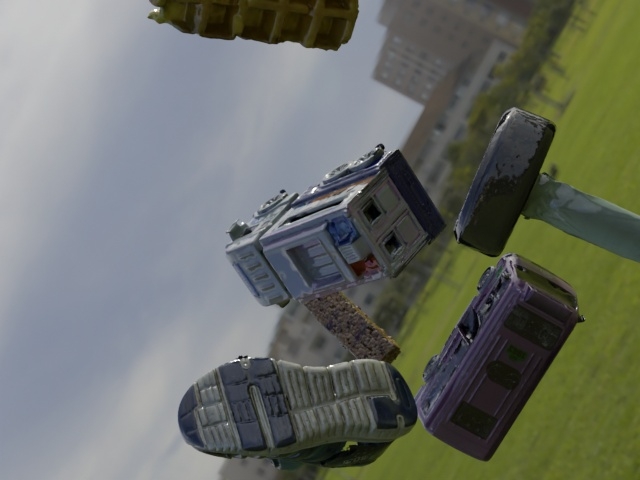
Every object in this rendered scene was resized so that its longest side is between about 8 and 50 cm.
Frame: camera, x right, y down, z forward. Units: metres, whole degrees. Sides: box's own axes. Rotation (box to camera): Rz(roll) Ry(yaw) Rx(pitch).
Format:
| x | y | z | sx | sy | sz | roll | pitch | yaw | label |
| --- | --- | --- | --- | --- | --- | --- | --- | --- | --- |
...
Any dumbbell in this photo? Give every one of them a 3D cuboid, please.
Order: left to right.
| x | y | z | sx | sy | sz | roll | pitch | yaw | label |
| --- | --- | --- | --- | --- | --- | --- | --- | --- | --- |
| 0.190 | -0.008 | 0.773 | 0.100 | 0.191 | 0.100 | 23 | -90 | -83 | dumbbell |

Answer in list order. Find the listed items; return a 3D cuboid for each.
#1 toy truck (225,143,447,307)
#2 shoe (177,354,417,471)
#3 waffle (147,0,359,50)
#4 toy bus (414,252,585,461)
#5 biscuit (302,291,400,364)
| x | y | z | sx | sy | sz | roll | pitch | yaw | label |
| --- | --- | --- | --- | --- | --- | --- | --- | --- | --- |
| 0.000 | 0.000 | 1.401 | 0.268 | 0.124 | 0.155 | -21 | 18 | 45 | toy truck |
| -0.022 | 0.158 | 0.999 | 0.106 | 0.207 | 0.091 | -62 | 35 | 41 | shoe |
| -0.049 | -0.290 | 1.073 | 0.057 | 0.229 | 0.219 | 49 | 130 | 48 | waffle |
| 0.164 | 0.107 | 1.083 | 0.178 | 0.087 | 0.098 | -60 | 6 | 10 | toy bus |
| 0.043 | 0.128 | 1.806 | 0.064 | 0.199 | 0.034 | -52 | -39 | 8 | biscuit |
